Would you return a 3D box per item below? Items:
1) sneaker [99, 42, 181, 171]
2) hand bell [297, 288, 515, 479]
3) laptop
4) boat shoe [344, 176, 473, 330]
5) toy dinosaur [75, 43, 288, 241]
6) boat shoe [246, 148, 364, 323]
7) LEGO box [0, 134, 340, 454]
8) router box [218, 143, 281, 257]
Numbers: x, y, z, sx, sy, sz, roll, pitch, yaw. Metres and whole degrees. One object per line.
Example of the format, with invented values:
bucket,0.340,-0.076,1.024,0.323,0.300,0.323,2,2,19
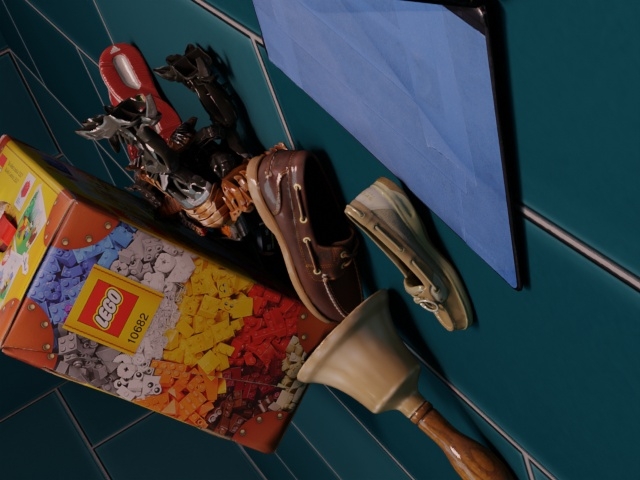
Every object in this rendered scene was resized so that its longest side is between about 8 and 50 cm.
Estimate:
sneaker,-0.245,-0.168,1.731,0.128,0.087,0.221,162,90,-84
hand bell,0.106,0.174,1.184,0.242,0.126,0.126,44,163,11
laptop,-0.075,-0.153,0.836,0.382,0.408,0.236,47,127,41
boat shoe,0.075,0.020,1.011,0.153,0.048,0.056,58,166,-24
toy dinosaur,-0.126,-0.092,1.352,0.322,0.164,0.218,-17,114,39
boat shoe,0.000,0.000,1.204,0.073,0.073,0.207,-8,127,31
LEGO box,-0.257,0.054,1.604,0.372,0.193,0.500,26,-179,-27
router box,-0.087,-0.050,1.465,0.122,0.038,0.092,54,164,23
